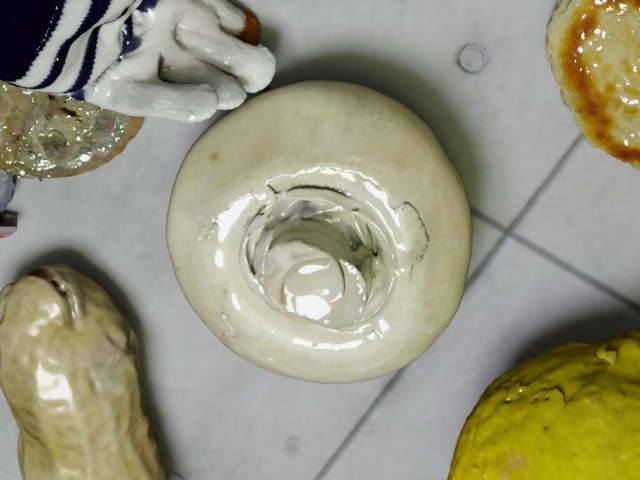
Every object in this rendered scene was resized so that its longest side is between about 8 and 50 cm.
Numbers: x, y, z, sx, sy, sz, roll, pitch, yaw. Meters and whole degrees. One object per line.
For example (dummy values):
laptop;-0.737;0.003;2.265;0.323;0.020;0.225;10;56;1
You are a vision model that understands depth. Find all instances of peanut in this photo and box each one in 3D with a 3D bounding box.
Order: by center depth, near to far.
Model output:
peanut;-0.208;0.155;1.234;0.130;0.130;0.290;-4;114;6

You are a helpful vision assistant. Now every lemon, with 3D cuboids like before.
lemon;0.232;0.228;1.162;0.268;0.268;0.321;3;116;3

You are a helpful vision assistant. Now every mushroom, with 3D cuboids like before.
mushroom;0.000;0.000;1.096;0.246;0.202;0.246;1;107;3

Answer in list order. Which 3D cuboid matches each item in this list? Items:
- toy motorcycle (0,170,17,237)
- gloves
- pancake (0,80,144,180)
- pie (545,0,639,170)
toy motorcycle;-0.354;-0.013;1.181;0.213;0.084;0.118;-11;115;-4
gloves;-0.136;-0.159;1.044;0.131;0.219;0.140;6;96;34
pancake;-0.215;-0.112;1.126;0.158;0.028;0.158;-7;131;-8
pie;0.276;-0.144;1.065;0.205;0.084;0.179;-30;111;21
